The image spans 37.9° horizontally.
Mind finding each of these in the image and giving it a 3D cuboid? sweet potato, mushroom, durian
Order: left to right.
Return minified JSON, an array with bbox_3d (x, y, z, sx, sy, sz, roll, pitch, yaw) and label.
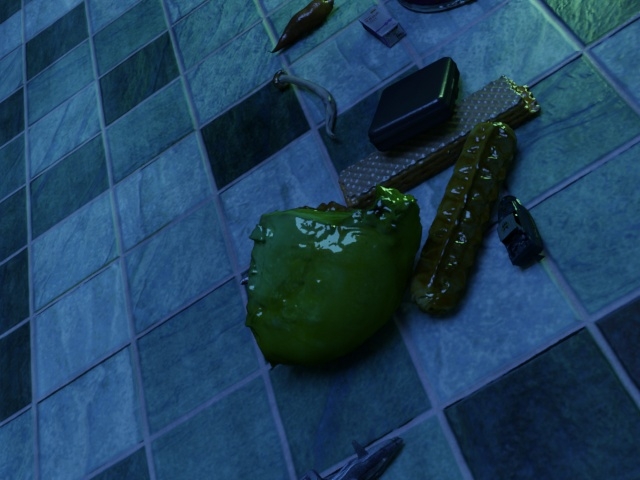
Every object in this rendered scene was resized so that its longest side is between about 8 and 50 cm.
[{"bbox_3d":[-0.045,-0.493,2.130,0.195,0.056,0.056,-38,41,9],"label":"sweet potato"},{"bbox_3d":[-0.017,-0.294,1.952,0.068,0.043,0.306,-56,41,10],"label":"mushroom"},{"bbox_3d":[0.013,0.057,1.491,0.256,0.204,0.339,16,105,16],"label":"durian"}]

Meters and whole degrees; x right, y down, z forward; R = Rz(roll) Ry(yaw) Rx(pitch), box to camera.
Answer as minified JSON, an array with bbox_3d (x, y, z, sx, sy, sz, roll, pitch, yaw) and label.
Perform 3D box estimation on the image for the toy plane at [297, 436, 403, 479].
[{"bbox_3d":[0.005,0.359,1.332,0.267,0.088,0.212,-44,18,-6],"label":"toy plane"}]

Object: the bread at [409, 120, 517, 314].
[{"bbox_3d":[0.233,-0.042,1.511,0.077,0.084,0.367,121,174,-67],"label":"bread"}]

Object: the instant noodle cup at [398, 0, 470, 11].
[{"bbox_3d":[0.242,-0.681,1.911,0.340,0.266,0.340,-20,46,22],"label":"instant noodle cup"}]

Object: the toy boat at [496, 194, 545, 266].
[{"bbox_3d":[0.305,-0.023,1.458,0.055,0.060,0.141,-49,30,30],"label":"toy boat"}]

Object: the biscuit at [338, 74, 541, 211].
[{"bbox_3d":[0.205,-0.169,1.658,0.379,0.054,0.094,-30,43,13],"label":"biscuit"}]

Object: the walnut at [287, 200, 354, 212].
[{"bbox_3d":[0.000,0.000,1.636,0.170,0.069,0.143,6,55,8],"label":"walnut"}]

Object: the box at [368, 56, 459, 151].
[{"bbox_3d":[0.172,-0.250,1.697,0.160,0.050,0.230,-25,22,24],"label":"box"}]

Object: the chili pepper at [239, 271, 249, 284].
[{"bbox_3d":[-0.071,0.059,1.682,0.153,0.041,0.050,-19,26,17],"label":"chili pepper"}]

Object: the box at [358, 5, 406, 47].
[{"bbox_3d":[0.129,-0.454,1.973,0.050,0.036,0.117,-41,41,0],"label":"box"}]
